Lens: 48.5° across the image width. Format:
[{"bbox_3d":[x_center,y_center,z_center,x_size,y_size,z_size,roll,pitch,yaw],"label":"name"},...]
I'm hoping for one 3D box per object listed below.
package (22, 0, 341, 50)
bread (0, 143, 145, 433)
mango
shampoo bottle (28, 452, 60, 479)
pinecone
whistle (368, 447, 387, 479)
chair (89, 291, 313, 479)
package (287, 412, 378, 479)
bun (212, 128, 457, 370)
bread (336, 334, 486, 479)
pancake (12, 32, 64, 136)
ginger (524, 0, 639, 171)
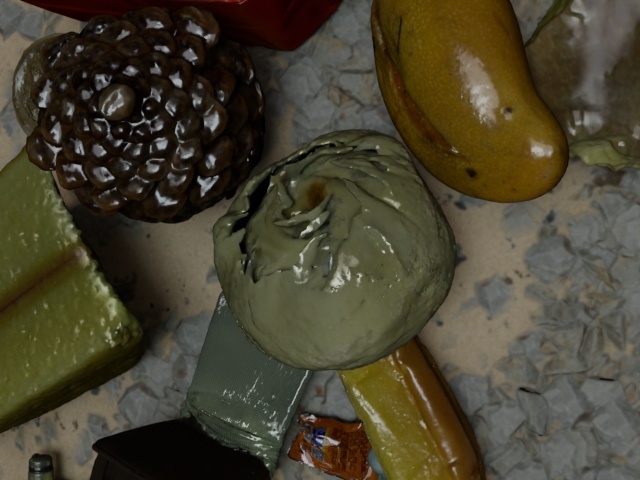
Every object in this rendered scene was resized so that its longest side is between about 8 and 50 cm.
[{"bbox_3d":[-0.171,-0.297,0.766,0.423,0.196,0.123,11,96,14],"label":"package"},{"bbox_3d":[-0.398,0.107,0.756,0.361,0.245,0.233,-29,83,-17],"label":"bread"},{"bbox_3d":[0.128,-0.156,0.686,0.120,0.177,0.295,-5,61,-19],"label":"mango"},{"bbox_3d":[-0.344,0.347,0.880,0.079,0.079,0.162,-1,91,15],"label":"shampoo bottle"},{"bbox_3d":[-0.163,-0.124,0.728,0.224,0.272,0.225,0,91,9],"label":"pinecone"},{"bbox_3d":[0.078,0.264,0.785,0.035,0.035,0.100,-16,101,15],"label":"whistle"},{"bbox_3d":[-0.127,0.225,0.769,0.160,0.186,0.319,21,98,27],"label":"chair"},{"bbox_3d":[0.020,0.232,0.805,0.110,0.033,0.077,12,84,10],"label":"package"},{"bbox_3d":[0.000,0.000,0.702,0.259,0.152,0.260,-12,58,21],"label":"bun"},{"bbox_3d":[0.098,0.177,0.752,0.094,0.102,0.246,-29,82,19],"label":"bread"},{"bbox_3d":[-0.325,-0.189,0.896,0.151,0.025,0.152,0,90,16],"label":"pancake"},{"bbox_3d":[0.306,-0.180,0.678,0.221,0.130,0.276,43,102,4],"label":"ginger"}]
